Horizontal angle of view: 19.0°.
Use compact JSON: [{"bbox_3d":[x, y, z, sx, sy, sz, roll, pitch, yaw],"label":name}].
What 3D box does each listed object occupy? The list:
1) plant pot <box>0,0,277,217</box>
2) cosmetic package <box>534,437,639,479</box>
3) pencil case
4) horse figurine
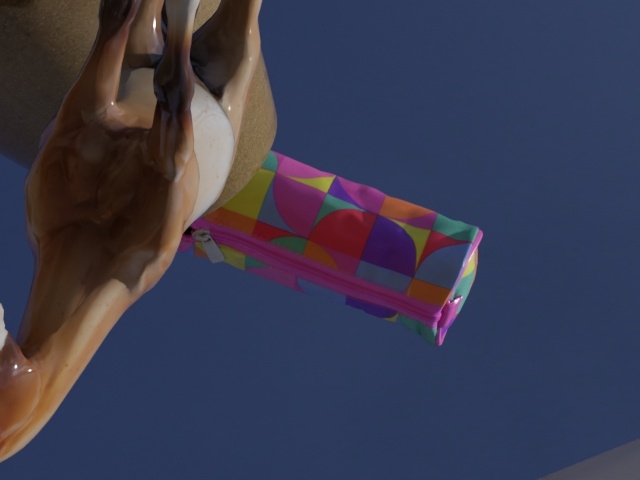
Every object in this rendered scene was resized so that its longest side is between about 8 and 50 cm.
[{"bbox_3d":[-0.141,-0.128,1.156,0.237,0.254,0.237,-21,-138,20],"label":"plant pot"},{"bbox_3d":[0.145,0.172,0.663,0.155,0.365,0.197,1,-71,66],"label":"cosmetic package"},{"bbox_3d":[0.000,0.000,1.433,0.236,0.104,0.104,17,-83,4],"label":"pencil case"},{"bbox_3d":[-0.055,-0.053,0.607,0.066,0.263,0.174,14,-63,-2],"label":"horse figurine"}]
